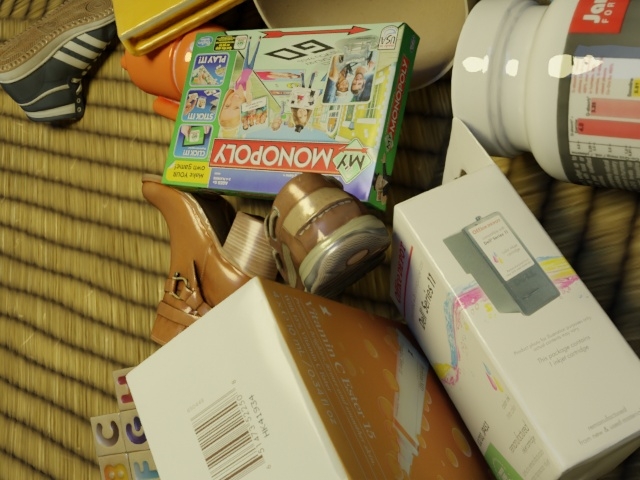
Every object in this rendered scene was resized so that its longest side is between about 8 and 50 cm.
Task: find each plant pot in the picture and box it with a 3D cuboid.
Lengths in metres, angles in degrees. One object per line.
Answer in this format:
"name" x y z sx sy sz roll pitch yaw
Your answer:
"plant pot" 0.076 -0.351 0.945 0.284 0.284 0.191 6 52 33

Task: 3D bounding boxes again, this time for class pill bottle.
"pill bottle" 0.328 -0.149 0.744 0.363 0.210 0.210 11 83 33

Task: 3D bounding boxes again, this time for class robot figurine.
"robot figurine" -0.204 -0.273 1.153 0.219 0.128 0.158 20 63 34

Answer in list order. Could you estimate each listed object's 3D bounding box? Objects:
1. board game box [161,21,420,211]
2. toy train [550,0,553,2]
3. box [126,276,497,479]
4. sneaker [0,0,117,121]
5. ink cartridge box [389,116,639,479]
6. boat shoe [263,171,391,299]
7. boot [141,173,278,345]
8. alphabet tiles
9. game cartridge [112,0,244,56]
"board game box" -0.046 -0.156 0.947 0.317 0.046 0.213 7 81 33
"toy train" 0.324 -0.333 0.849 0.184 0.080 0.105 -50 21 -19
"box" 0.013 0.195 0.762 0.168 0.345 0.215 -37 61 18
"sneaker" -0.417 -0.317 1.327 0.282 0.153 0.099 -38 52 -18
"ink cartridge box" 0.168 0.073 0.770 0.119 0.207 0.353 -23 61 -10
"boat shoe" 0.000 0.000 0.855 0.123 0.324 0.116 -35 82 -12
"boot" -0.186 0.039 1.087 0.284 0.109 0.220 26 95 27
"alphabet tiles" -0.163 0.295 1.005 0.343 0.011 0.285 -15 84 28
"game cartridge" -0.187 -0.440 1.156 0.285 0.052 0.323 -26 47 7
